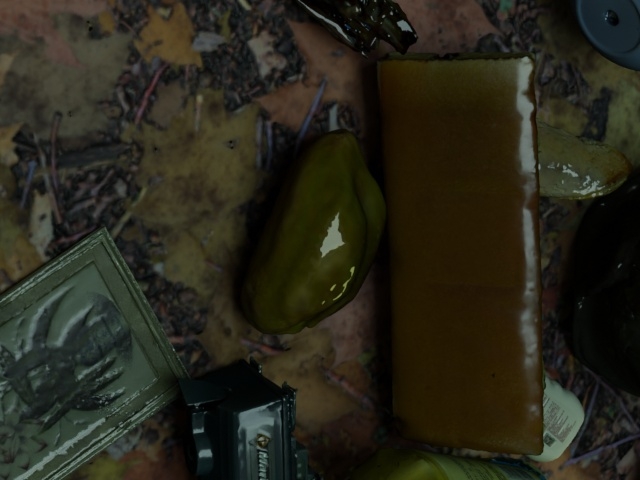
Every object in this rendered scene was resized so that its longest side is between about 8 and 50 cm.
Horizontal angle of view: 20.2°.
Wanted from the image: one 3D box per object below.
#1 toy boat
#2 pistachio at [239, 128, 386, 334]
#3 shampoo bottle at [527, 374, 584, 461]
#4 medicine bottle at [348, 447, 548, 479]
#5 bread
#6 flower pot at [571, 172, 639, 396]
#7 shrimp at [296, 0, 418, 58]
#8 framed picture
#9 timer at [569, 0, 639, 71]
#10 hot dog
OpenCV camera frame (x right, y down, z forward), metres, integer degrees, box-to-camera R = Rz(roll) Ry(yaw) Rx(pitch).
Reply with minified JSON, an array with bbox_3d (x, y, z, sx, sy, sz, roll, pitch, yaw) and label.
[{"bbox_3d":[-0.049,0.253,1.554,0.122,0.114,0.296,-10,107,-20],"label":"toy boat"},{"bbox_3d":[0.001,-0.002,1.533,0.100,0.110,0.189,24,88,-1],"label":"pistachio"},{"bbox_3d":[0.184,0.148,1.709,0.152,0.045,0.077,39,82,-33],"label":"shampoo bottle"},{"bbox_3d":[0.113,0.250,1.609,0.239,0.124,0.124,16,93,-52],"label":"medicine bottle"},{"bbox_3d":[0.129,0.012,1.598,0.138,0.077,0.361,0,105,10],"label":"bread"},{"bbox_3d":[0.390,0.038,1.709,0.301,0.213,0.302,-7,104,-30],"label":"flower pot"},{"bbox_3d":[0.028,-0.274,1.446,0.290,0.222,0.054,50,31,-29],"label":"shrimp"},{"bbox_3d":[-0.231,0.119,1.476,0.231,0.010,0.173,-37,117,-19],"label":"framed picture"},{"bbox_3d":[0.329,-0.246,1.669,0.255,0.175,0.175,-29,118,-55],"label":"timer"},{"bbox_3d":[0.206,-0.072,1.660,0.169,0.061,0.078,20,49,-21],"label":"hot dog"}]
